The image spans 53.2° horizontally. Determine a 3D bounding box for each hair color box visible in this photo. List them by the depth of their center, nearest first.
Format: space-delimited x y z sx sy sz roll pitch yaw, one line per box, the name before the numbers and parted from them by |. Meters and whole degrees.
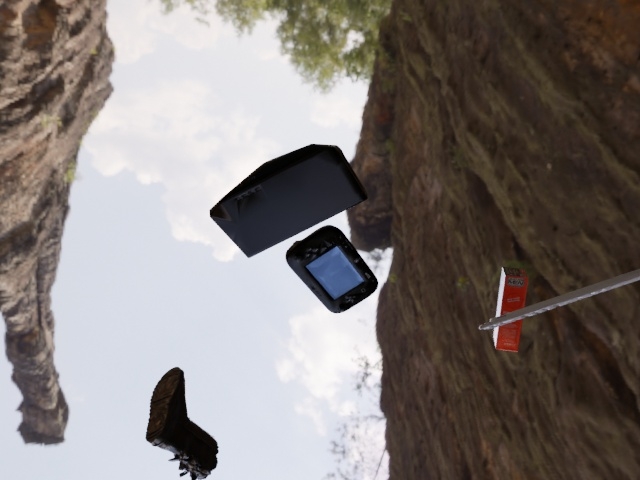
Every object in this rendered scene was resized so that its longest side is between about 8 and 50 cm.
hair color box | 0.351 0.126 1.183 0.043 0.141 0.072 6 -168 10

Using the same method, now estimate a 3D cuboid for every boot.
boot | -0.166 0.230 0.796 0.045 0.099 0.121 -29 -148 18

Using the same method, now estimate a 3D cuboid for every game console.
game console | 0.000 0.000 1.028 0.213 0.361 0.044 -27 -135 12

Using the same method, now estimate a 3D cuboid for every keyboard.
keyboard | 0.299 0.054 0.695 0.256 0.014 0.072 -23 171 19
